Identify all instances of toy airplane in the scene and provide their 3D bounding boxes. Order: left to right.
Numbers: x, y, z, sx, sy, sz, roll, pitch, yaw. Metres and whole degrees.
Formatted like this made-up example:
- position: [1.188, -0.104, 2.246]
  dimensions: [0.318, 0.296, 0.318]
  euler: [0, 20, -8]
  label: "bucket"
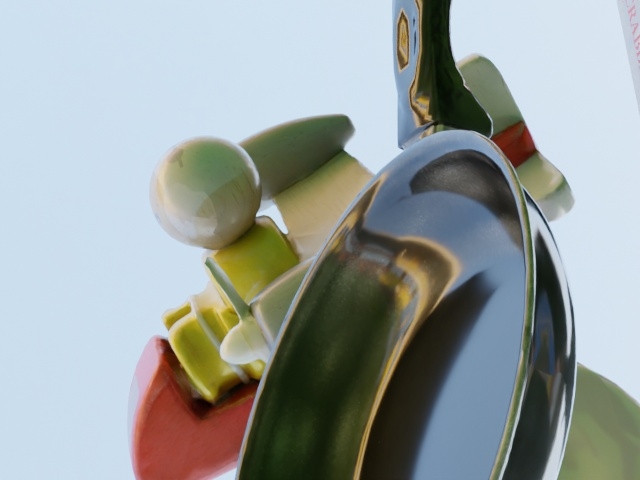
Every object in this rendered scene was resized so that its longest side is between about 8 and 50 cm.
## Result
- position: [0.000, 0.000, 1.346]
  dimensions: [0.272, 0.386, 0.384]
  euler: [38, -125, -18]
  label: "toy airplane"

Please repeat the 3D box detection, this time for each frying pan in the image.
- position: [0.022, 0.015, 0.604]
  dimensions: [0.053, 0.197, 0.326]
  euler: [21, -138, -20]
  label: "frying pan"

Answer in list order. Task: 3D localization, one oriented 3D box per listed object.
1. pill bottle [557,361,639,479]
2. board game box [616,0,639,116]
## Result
- position: [0.115, 0.271, 1.154]
  dimensions: [0.224, 0.392, 0.224]
  euler: [-3, -133, 3]
  label: "pill bottle"
- position: [0.410, -0.261, 1.561]
  dimensions: [0.318, 0.066, 0.318]
  euler: [-1, -110, -17]
  label: "board game box"
